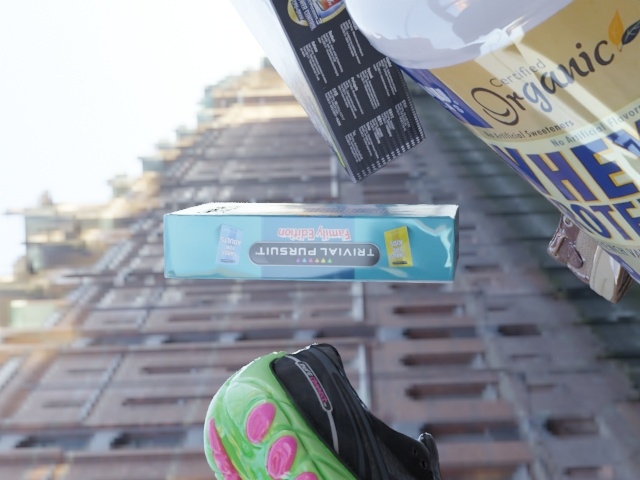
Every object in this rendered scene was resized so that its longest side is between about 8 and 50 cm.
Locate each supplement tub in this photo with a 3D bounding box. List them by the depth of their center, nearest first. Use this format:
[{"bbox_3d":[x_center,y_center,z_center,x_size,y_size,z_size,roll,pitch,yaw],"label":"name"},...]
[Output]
[{"bbox_3d":[0.152,-0.133,0.676,0.316,0.228,0.228,38,-152,-25],"label":"supplement tub"}]

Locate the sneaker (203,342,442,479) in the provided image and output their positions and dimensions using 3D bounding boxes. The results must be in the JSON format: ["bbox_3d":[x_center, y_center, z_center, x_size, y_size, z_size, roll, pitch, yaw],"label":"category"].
[{"bbox_3d":[0.087,0.305,1.406,0.202,0.185,0.483,-39,-80,-44],"label":"sneaker"}]

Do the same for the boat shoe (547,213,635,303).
[{"bbox_3d":[0.274,-0.071,1.383,0.123,0.123,0.342,-50,-25,-24],"label":"boat shoe"}]

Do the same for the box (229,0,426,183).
[{"bbox_3d":[-0.036,-0.188,0.869,0.216,0.060,0.270,56,177,33],"label":"box"}]

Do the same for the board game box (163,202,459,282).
[{"bbox_3d":[0.000,0.000,1.723,0.254,0.336,0.079,-32,-58,-82],"label":"board game box"}]
